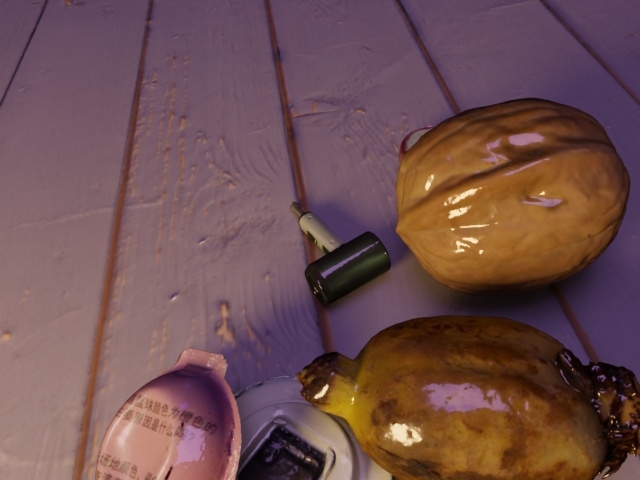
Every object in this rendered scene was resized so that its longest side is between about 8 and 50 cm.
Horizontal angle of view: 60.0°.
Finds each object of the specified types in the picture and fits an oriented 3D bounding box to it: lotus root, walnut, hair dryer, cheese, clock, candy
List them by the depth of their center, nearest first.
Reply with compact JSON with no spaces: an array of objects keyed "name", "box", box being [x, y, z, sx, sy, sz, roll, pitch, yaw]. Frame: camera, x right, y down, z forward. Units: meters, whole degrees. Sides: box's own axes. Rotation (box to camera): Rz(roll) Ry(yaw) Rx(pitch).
[{"name":"cheese","box":[-0.155,0.235,0.499,0.189,0.074,0.285,-3,61,38]},{"name":"lotus root","box":[0.134,0.149,0.510,0.314,0.141,0.169,7,33,7]},{"name":"clock","box":[-0.033,0.226,0.533,0.237,0.053,0.236,-4,47,4]},{"name":"walnut","box":[0.213,-0.049,0.640,0.261,0.225,0.225,-18,48,0]},{"name":"hair dryer","box":[0.000,0.000,0.742,0.100,0.057,0.197,-27,41,-15]},{"name":"candy","box":[0.169,-0.130,0.829,0.103,0.043,0.103,-5,48,5]}]
